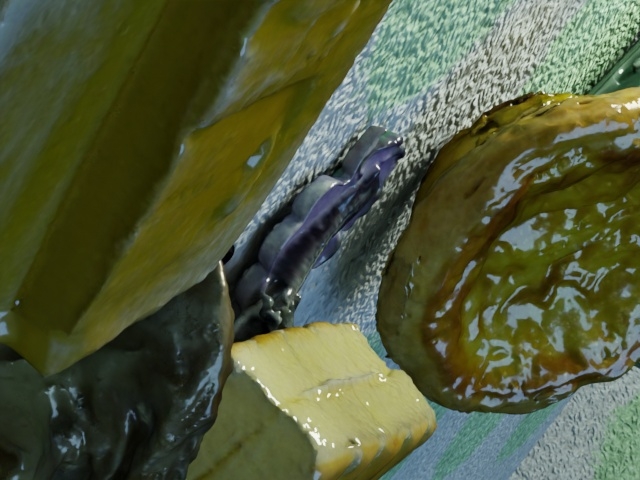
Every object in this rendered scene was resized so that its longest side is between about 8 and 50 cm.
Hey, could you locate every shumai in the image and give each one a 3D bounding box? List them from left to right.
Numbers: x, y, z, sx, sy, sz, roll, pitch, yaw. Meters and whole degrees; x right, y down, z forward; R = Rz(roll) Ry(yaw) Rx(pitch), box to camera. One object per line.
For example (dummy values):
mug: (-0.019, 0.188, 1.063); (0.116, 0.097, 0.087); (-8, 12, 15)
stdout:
shumai: (-0.134, 0.063, 0.847); (0.153, 0.161, 0.209); (-10, 165, -35)

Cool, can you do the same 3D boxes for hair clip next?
hair clip: (0.001, 0.001, 1.224); (0.195, 0.052, 0.124); (-51, 171, -21)

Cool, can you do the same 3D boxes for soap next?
soap: (-0.077, -0.092, 0.639); (0.259, 0.143, 0.281); (-26, 156, -52)

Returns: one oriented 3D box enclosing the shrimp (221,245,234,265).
shrimp: (-0.135, 0.093, 1.061); (0.262, 0.051, 0.198); (-48, 172, 0)

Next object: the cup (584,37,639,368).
cup: (0.397, -0.069, 1.728); (0.392, 0.310, 0.401); (-40, 160, -18)

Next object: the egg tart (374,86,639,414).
egg tart: (0.181, -0.008, 1.425); (0.341, 0.129, 0.341); (-14, 135, -15)

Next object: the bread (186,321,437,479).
bread: (-0.074, 0.160, 1.115); (0.246, 0.111, 0.239); (-41, 169, 15)
